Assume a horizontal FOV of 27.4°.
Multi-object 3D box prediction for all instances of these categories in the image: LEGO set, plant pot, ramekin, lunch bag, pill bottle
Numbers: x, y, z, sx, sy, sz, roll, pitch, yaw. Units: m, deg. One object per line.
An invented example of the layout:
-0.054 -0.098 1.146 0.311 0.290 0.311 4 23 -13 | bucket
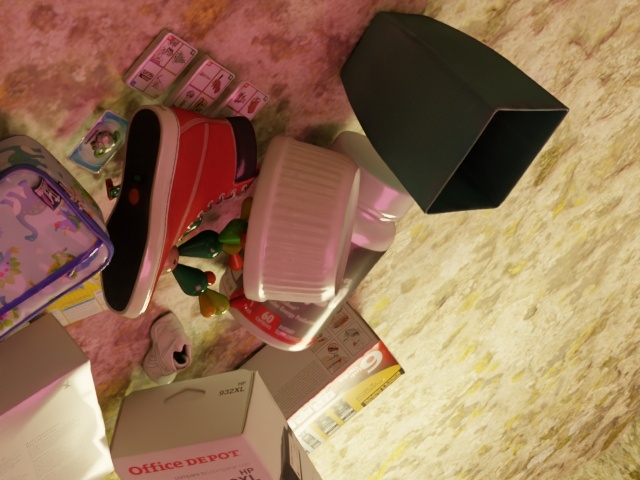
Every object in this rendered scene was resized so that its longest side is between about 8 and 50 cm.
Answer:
-0.199 -0.120 1.512 0.244 0.060 0.182 -49 140 12 | LEGO set
0.148 -0.175 1.645 0.165 0.234 0.166 -7 138 -49 | plant pot
-0.019 -0.019 1.609 0.207 0.109 0.207 11 90 -84 | ramekin
-0.337 0.008 1.367 0.219 0.090 0.176 -32 130 5 | lunch bag
0.000 0.000 1.797 0.161 0.161 0.283 4 129 -54 | pill bottle

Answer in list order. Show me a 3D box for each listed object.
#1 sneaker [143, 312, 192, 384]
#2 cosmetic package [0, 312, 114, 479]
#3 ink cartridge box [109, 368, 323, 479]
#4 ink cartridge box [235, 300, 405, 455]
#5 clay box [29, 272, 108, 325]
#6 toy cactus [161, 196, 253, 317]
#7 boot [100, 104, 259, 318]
-0.216 0.170 1.883 0.053 0.061 0.152 -28 152 -28 | sneaker
-0.440 0.286 1.579 0.377 0.097 0.284 -32 153 -23 | cosmetic package
-0.143 0.353 1.955 0.223 0.129 0.307 -13 129 18 | ink cartridge box
-0.022 0.258 2.192 0.309 0.130 0.272 -41 154 -2 | ink cartridge box
-0.308 0.024 1.522 0.127 0.053 0.222 -21 150 -4 | clay box
-0.163 0.020 1.674 0.180 0.112 0.219 -13 137 -14 | toy cactus
-0.150 -0.027 1.497 0.176 0.088 0.244 3 107 -47 | boot
